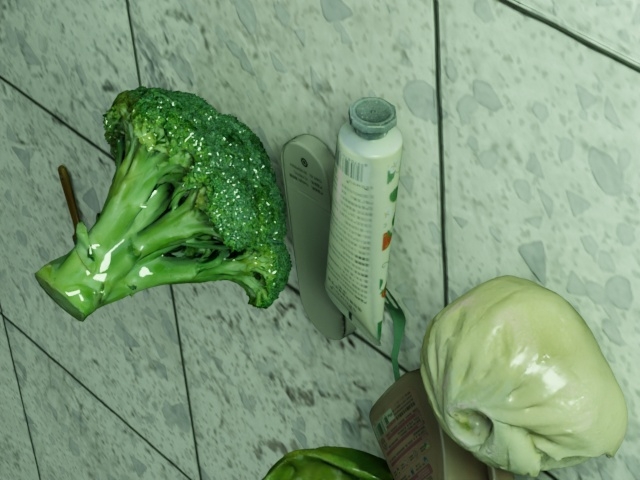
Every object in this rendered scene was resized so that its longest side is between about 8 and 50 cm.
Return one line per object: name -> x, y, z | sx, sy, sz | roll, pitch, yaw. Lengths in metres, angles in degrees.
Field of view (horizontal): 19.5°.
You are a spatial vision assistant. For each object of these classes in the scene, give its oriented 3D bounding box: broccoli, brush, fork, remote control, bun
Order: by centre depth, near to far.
bun -> 0.169, 0.134, 1.636 | 0.193, 0.128, 0.178 | 52, 150, 10
broccoli -> -0.166, -0.027, 1.883 | 0.254, 0.269, 0.269 | 29, 139, 52
fork -> 0.080, 0.130, 1.891 | 0.039, 0.021, 0.235 | 32, 143, 48
remote control -> 0.000, 0.000, 1.897 | 0.077, 0.022, 0.245 | 30, 139, 40
brush -> -0.311, -0.021, 2.392 | 0.043, 0.014, 0.170 | 25, 135, 49

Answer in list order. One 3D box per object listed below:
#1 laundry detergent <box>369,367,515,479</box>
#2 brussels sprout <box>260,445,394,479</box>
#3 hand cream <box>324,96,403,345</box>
laundry detergent -> 0.138, 0.234, 1.779 | 0.237, 0.076, 0.171 | 67, 152, 19
brussels sprout -> 0.024, 0.364, 1.950 | 0.227, 0.259, 0.294 | -28, 100, 30
hand cream -> 0.039, -0.018, 1.767 | 0.095, 0.059, 0.276 | 46, 147, 34
